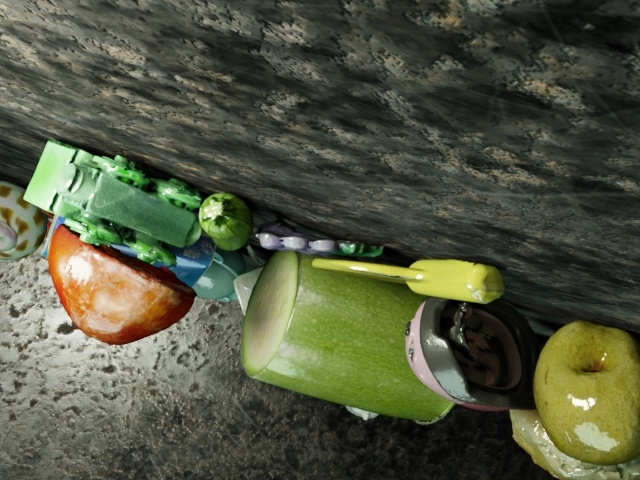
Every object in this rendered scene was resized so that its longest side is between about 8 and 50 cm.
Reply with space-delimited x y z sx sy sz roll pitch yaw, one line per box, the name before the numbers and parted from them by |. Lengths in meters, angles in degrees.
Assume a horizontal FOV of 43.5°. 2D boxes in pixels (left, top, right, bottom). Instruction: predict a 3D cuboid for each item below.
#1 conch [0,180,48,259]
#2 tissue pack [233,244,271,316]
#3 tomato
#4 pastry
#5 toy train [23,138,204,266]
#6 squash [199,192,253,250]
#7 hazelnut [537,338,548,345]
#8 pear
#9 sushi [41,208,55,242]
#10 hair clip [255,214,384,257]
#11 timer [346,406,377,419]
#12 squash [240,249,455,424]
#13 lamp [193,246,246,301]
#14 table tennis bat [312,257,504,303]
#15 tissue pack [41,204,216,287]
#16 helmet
conch | -0.871 -0.068 2.215 0.368 0.197 0.249 9 133 54
tissue pack | -0.122 0.096 1.894 0.148 0.156 0.209 -18 170 -1
tomato | -0.315 0.081 1.214 0.233 0.140 0.200 26 176 -9
pastry | 0.486 0.313 1.449 0.329 0.330 0.136 14 129 25
toy train | -0.298 -0.055 1.185 0.188 0.133 0.243 20 176 46
squash | -0.139 -0.027 1.209 0.077 0.068 0.219 -2 172 0
hazelnut | 0.504 0.305 1.789 0.214 0.176 0.214 -2 -155 1
pear | 0.434 0.249 1.259 0.188 0.229 0.211 -15 129 9
sushi | -0.447 -0.013 1.722 0.343 0.197 0.182 9 151 22
hair clip | 0.000 -0.002 1.214 0.195 0.052 0.124 9 -179 8
timer | 0.153 0.316 2.121 0.290 0.315 0.291 16 173 2
squash | 0.075 0.179 1.489 0.384 0.263 0.263 20 173 -20
lamp | -0.278 0.073 1.995 0.209 0.147 0.284 10 171 23
table tennis bat | 0.131 0.050 1.186 0.224 0.054 0.368 10 177 -28
tissue pack | -0.330 -0.007 1.395 0.269 0.137 0.209 21 148 -20
helmet | 0.242 0.190 1.342 0.154 0.198 0.253 -20 137 37
